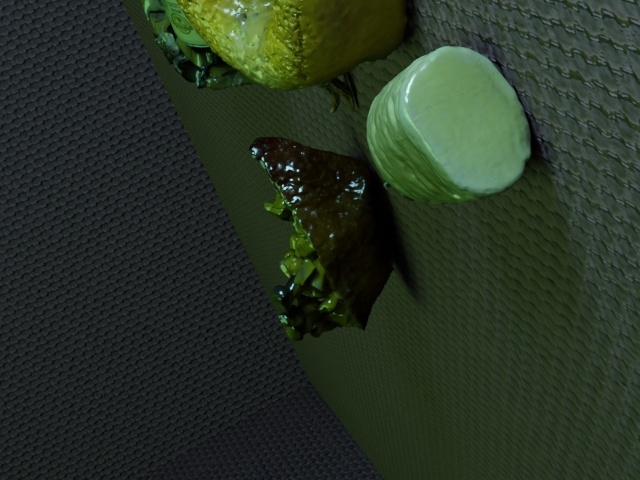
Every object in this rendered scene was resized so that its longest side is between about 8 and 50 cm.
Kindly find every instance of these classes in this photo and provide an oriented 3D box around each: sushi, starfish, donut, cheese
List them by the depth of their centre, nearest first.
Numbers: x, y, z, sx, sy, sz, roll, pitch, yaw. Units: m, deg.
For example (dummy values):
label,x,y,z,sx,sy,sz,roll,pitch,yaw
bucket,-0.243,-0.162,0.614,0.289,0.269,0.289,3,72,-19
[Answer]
label,x,y,z,sx,sy,sz,roll,pitch,yaw
cheese,0.098,-0.086,1.107,0.123,0.094,0.167,64,172,-3
donut,-0.049,-0.249,1.201,0.277,0.108,0.277,41,156,23
starfish,0.006,-0.194,1.512,0.133,0.041,0.130,63,171,-10
sushi,0.001,0.003,1.736,0.296,0.179,0.167,75,170,-56
sushi,-0.158,-0.305,1.951,0.291,0.139,0.131,-132,35,-55

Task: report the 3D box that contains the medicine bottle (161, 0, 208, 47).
label,x,y,z,sx,sy,sz,roll,pitch,yaw
medicine bottle,-0.165,-0.367,1.730,0.124,0.124,0.239,53,168,45
